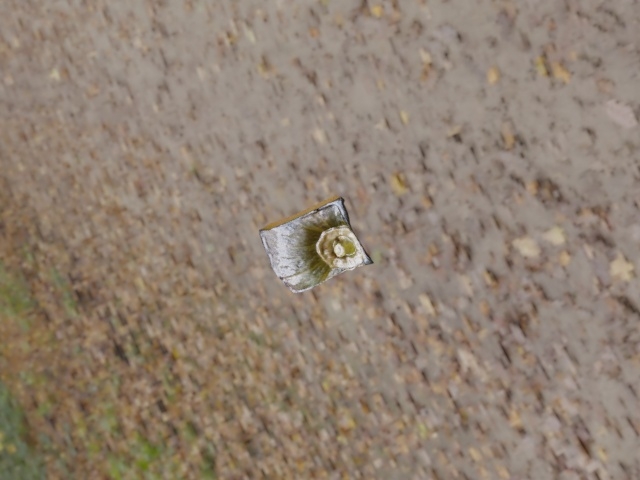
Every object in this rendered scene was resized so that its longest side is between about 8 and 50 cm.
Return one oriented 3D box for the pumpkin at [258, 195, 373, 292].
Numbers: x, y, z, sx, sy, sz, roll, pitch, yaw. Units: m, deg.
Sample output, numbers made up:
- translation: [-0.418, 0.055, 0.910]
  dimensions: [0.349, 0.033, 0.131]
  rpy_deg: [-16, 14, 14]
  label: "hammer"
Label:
- translation: [-0.002, -0.001, 1.001]
  dimensions: [0.101, 0.035, 0.073]
  rpy_deg: [-19, 120, 31]
  label: "pumpkin"
